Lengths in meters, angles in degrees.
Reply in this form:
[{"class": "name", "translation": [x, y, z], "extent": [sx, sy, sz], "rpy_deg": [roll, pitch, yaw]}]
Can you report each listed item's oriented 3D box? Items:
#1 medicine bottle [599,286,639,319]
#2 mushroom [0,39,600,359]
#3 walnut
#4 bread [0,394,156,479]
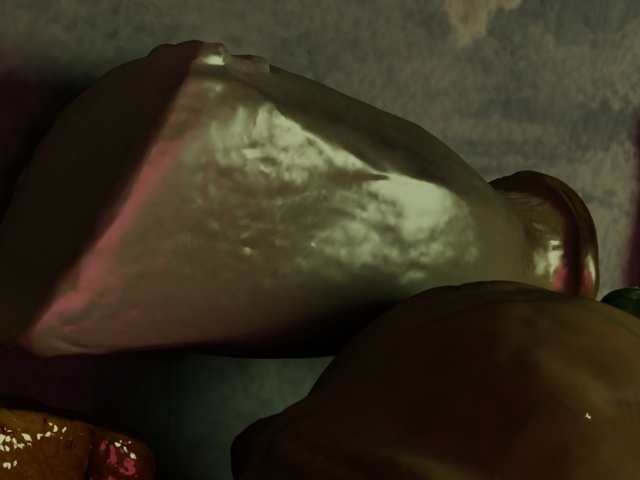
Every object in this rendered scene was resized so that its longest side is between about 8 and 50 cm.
[{"class": "medicine bottle", "translation": [0.166, 0.164, 1.201], "extent": [0.274, 0.133, 0.133], "rpy_deg": [-54, 130, -23]}, {"class": "mushroom", "translation": [-0.002, -0.009, 1.001], "extent": [0.407, 0.138, 0.154], "rpy_deg": [6, 83, -47]}, {"class": "walnut", "translation": [0.095, 0.214, 0.924], "extent": [0.381, 0.381, 0.381], "rpy_deg": [-11, 105, -43]}, {"class": "bread", "translation": [-0.170, 0.136, 0.852], "extent": [0.149, 0.158, 0.143], "rpy_deg": [19, 80, -44]}]
